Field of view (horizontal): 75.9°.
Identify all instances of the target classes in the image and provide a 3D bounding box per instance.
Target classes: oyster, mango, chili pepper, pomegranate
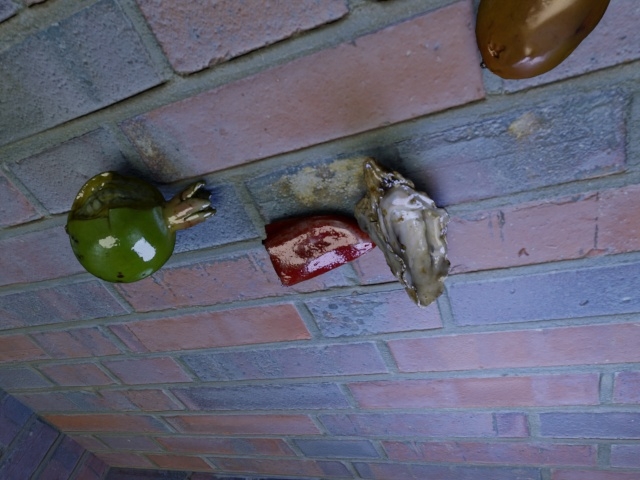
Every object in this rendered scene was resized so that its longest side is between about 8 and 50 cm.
[{"bbox_3d":[0.160,-0.020,0.802,0.166,0.110,0.341,-44,115,3],"label":"oyster"},{"bbox_3d":[0.295,-0.325,0.513,0.156,0.151,0.249,-2,130,-26],"label":"mango"},{"bbox_3d":[0.000,0.000,0.885,0.252,0.136,0.144,-20,78,16],"label":"chili pepper"},{"bbox_3d":[-0.373,-0.037,0.875,0.301,0.236,0.236,-15,129,-9],"label":"pomegranate"}]
